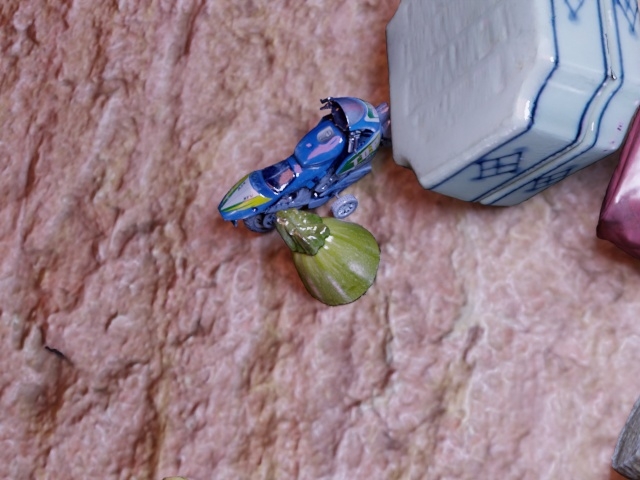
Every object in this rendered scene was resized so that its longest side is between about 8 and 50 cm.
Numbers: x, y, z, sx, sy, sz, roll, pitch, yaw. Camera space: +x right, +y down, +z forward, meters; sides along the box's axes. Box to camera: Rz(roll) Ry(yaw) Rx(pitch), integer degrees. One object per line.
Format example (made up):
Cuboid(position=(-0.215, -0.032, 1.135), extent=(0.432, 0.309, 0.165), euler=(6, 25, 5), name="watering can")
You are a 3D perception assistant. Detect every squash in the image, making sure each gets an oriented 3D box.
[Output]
Cuboid(position=(0.000, 0.006, 1.391), extent=(0.105, 0.132, 0.105), euler=(-8, 68, 21), name="squash")

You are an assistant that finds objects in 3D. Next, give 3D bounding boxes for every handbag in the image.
Cuboid(position=(0.377, -0.080, 1.254), extent=(0.135, 0.146, 0.225), euler=(21, 81, 12), name="handbag")

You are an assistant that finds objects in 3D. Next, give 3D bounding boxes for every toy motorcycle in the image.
Cuboid(position=(0.000, -0.092, 1.424), extent=(0.254, 0.135, 0.092), euler=(-35, 63, 7), name="toy motorcycle")

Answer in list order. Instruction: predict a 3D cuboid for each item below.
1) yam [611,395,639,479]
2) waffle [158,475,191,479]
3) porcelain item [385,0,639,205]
Cuboid(position=(0.434, 0.227, 1.145), extent=(0.330, 0.133, 0.133), euler=(26, 82, 25), name="yam")
Cuboid(position=(-0.132, 0.401, 1.232), extent=(0.151, 0.261, 0.324), euler=(11, 79, 17), name="waffle")
Cuboid(position=(0.205, -0.197, 1.308), extent=(0.286, 0.157, 0.281), euler=(-35, 50, 53), name="porcelain item")
